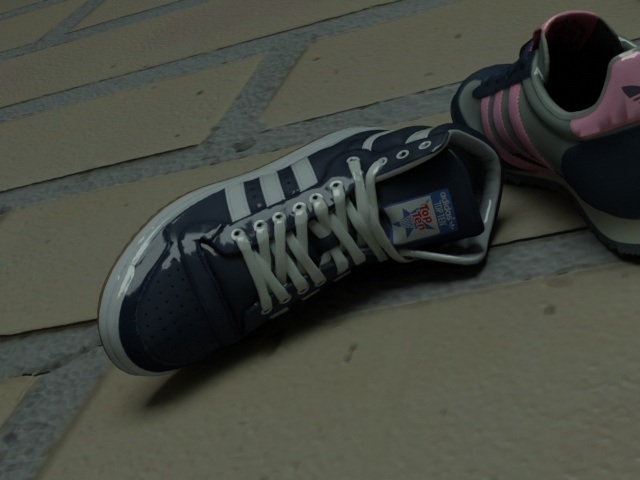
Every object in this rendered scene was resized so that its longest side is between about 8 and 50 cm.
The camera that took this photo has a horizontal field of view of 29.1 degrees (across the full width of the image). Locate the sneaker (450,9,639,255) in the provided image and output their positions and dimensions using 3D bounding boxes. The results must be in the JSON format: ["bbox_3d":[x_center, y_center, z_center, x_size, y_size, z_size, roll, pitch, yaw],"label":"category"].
[{"bbox_3d":[0.168,-0.102,0.831,0.112,0.131,0.319,-25,24,-10],"label":"sneaker"}]

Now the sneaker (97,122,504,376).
[{"bbox_3d":[0.000,0.000,0.789,0.282,0.099,0.153,-34,25,-35],"label":"sneaker"}]

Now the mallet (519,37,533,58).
[{"bbox_3d":[0.236,-0.142,0.989,0.062,0.039,0.190,-27,28,-18],"label":"mallet"}]
